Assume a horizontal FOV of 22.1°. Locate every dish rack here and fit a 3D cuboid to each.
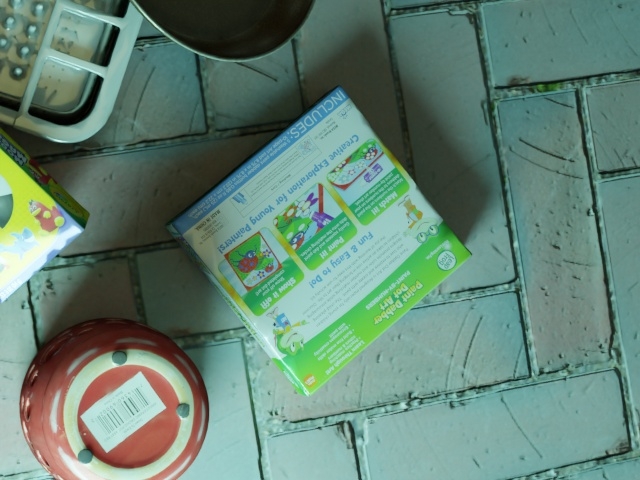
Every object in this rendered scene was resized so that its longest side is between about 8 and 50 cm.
[{"bbox_3d":[-0.352,-0.275,1.715,0.333,0.072,0.285,19,84,-14],"label":"dish rack"}]

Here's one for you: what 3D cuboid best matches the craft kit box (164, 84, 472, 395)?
[{"bbox_3d":[0.000,0.000,1.813,0.250,0.061,0.246,-39,96,-13],"label":"craft kit box"}]

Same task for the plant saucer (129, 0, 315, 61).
[{"bbox_3d":[-0.125,-0.338,1.736,0.311,0.050,0.310,10,75,-42],"label":"plant saucer"}]

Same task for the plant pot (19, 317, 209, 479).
[{"bbox_3d":[-0.208,0.178,1.690,0.191,0.174,0.191,0,91,-16],"label":"plant pot"}]

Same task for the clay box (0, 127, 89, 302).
[{"bbox_3d":[-0.361,-0.056,1.678,0.127,0.053,0.222,-41,108,15],"label":"clay box"}]
